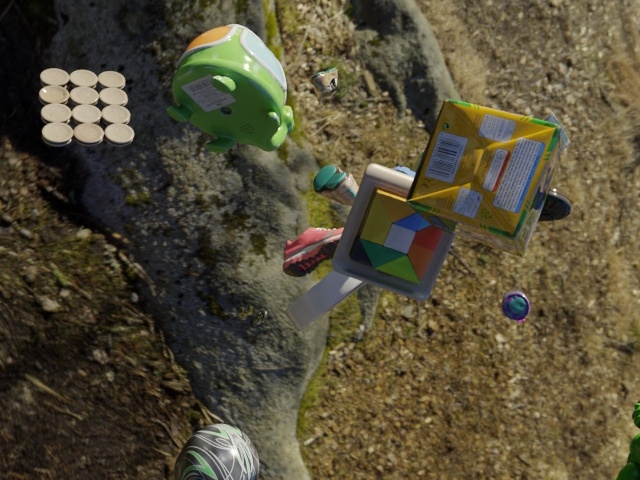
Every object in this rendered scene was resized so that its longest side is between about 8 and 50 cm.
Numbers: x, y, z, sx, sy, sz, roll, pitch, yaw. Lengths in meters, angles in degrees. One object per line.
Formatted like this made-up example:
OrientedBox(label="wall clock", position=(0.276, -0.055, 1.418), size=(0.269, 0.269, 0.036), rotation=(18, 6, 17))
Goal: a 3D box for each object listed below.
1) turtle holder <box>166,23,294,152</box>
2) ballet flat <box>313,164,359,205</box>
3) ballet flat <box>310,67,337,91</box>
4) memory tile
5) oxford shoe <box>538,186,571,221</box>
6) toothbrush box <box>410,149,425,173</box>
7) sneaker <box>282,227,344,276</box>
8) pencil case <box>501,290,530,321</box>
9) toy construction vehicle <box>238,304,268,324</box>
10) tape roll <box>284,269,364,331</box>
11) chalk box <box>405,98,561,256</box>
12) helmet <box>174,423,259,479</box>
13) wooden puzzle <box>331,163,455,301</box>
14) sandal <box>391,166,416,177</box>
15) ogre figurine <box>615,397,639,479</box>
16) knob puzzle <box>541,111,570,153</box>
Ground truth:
OrientedBox(label="turtle holder", position=(-0.170, -0.343, 1.320), size=(0.320, 0.243, 0.228), rotation=(20, 59, -22))
OrientedBox(label="ballet flat", position=(0.052, -0.154, 1.752), size=(0.106, 0.316, 0.107), rotation=(43, 94, -16))
OrientedBox(label="ballet flat", position=(0.019, -0.540, 1.975), size=(0.067, 0.073, 0.206), rotation=(64, 28, -13))
OrientedBox(label="memory tile", position=(-0.315, -0.179, 0.779), size=(0.113, 0.012, 0.148), rotation=(-4, 54, -22))
OrientedBox(label="oxford shoe", position=(0.292, -0.099, 0.921), size=(0.096, 0.227, 0.083), rotation=(-50, 146, -21))
OrientedBox(label="toothbrush box", position=(0.389, -0.202, 2.233), size=(0.122, 0.206, 0.283), rotation=(27, 87, -2))
OrientedBox(label="sneaker", position=(-0.001, 0.000, 1.884), size=(0.116, 0.313, 0.136), rotation=(36, 36, -49))
OrientedBox(label="pencil case", position=(0.465, 0.157, 1.387), size=(0.151, 0.064, 0.070), rotation=(15, 62, -72))
OrientedBox(label="toy construction vehicle", position=(-0.217, 0.243, 1.868), size=(0.085, 0.098, 0.035), rotation=(16, 60, -29))
OrientedBox(label="tape roll", position=(0.074, 0.110, 1.597), size=(0.392, 0.392, 0.072), rotation=(-34, 83, -28))
OrientedBox(label="chalk box", position=(0.210, -0.065, 0.721), size=(0.213, 0.132, 0.133), rotation=(19, 92, -66))
OrientedBox(label="helmet", position=(-0.207, 0.465, 1.196), size=(0.169, 0.161, 0.170), rotation=(33, 38, -31))
OrientedBox(label="wooden puzzle", position=(0.160, -0.011, 1.187), size=(0.220, 0.044, 0.239), rotation=(19, 105, -2))
OrientedBox(label="sandal", position=(0.279, -0.119, 1.471), size=(0.317, 0.126, 0.138), rotation=(7, 43, -24))
OrientedBox(label="ogre figurine", position=(0.384, 0.232, 0.629), size=(0.118, 0.096, 0.197), rotation=(-44, 144, -49))
OrientedBox(label="knob puzzle", position=(0.468, -0.174, 1.293), size=(0.213, 0.030, 0.213), rotation=(-25, 146, -18))
